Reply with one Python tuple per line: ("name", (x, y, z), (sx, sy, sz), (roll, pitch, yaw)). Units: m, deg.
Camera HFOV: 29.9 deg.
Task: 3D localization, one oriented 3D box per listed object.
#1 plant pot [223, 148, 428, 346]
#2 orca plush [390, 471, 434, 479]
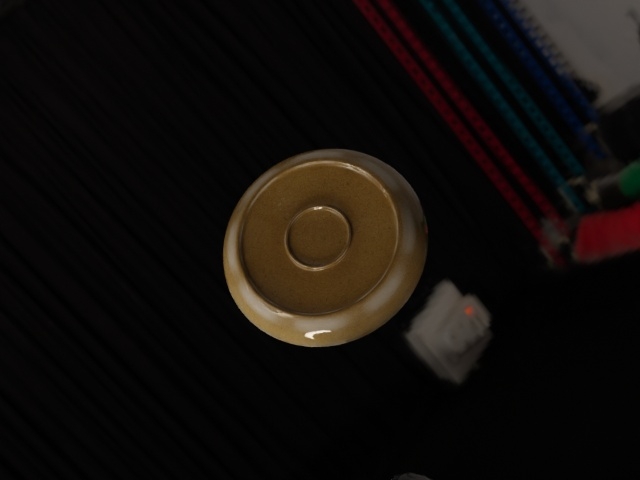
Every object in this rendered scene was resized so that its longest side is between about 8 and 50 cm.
("plant pot", (0.000, 0.000, 1.331), (0.236, 0.236, 0.032), (-40, 155, -3))
("orca plush", (0.101, 0.286, 0.734), (0.151, 0.287, 0.102), (-8, -170, -30))
